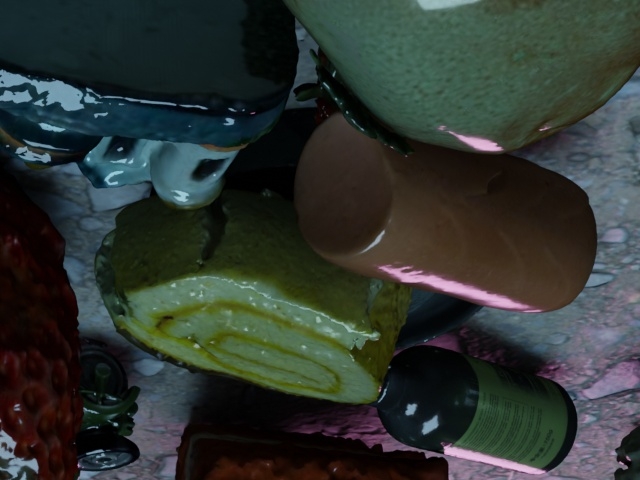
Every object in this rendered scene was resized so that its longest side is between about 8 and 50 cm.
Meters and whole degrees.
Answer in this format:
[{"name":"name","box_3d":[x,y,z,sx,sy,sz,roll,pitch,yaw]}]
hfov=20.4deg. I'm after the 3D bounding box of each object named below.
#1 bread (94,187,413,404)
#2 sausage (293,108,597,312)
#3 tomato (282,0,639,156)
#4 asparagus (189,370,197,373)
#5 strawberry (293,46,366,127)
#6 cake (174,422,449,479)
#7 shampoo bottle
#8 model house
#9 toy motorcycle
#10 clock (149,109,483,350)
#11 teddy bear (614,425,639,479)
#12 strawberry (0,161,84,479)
[{"name":"bread","box_3d":[-0.050,0.035,1.422,0.257,0.124,0.186,17,152,-10]},{"name":"sausage","box_3d":[0.105,-0.016,1.348,0.121,0.121,0.304,-25,156,33]},{"name":"tomato","box_3d":[0.093,-0.189,1.098,0.304,0.239,0.303,-3,150,-2]},{"name":"asparagus","box_3d":[-0.137,0.070,1.693,0.034,0.027,0.236,-2,148,11]},{"name":"strawberry","box_3d":[0.071,-0.124,1.331,0.192,0.085,0.140,-4,160,-6]},{"name":"cake","box_3d":[-0.026,0.326,1.797,0.270,0.269,0.319,7,180,-10]},{"name":"shampoo bottle","box_3d":[0.129,0.158,1.723,0.284,0.101,0.101,18,144,-42]},{"name":"model house","box_3d":[-0.172,-0.107,1.296,0.253,0.184,0.291,6,151,-18]},{"name":"toy motorcycle","box_3d":[-0.317,0.174,1.765,0.275,0.127,0.205,13,148,-25]},{"name":"clock","box_3d":[0.001,0.001,1.552,0.319,0.066,0.319,0,148,0]},{"name":"teddy bear","box_3d":[0.488,0.270,1.848,0.357,0.224,0.367,8,151,13]},{"name":"strawberry","box_3d":[-0.335,0.099,1.489,0.292,0.309,0.291,0,152,0]}]
